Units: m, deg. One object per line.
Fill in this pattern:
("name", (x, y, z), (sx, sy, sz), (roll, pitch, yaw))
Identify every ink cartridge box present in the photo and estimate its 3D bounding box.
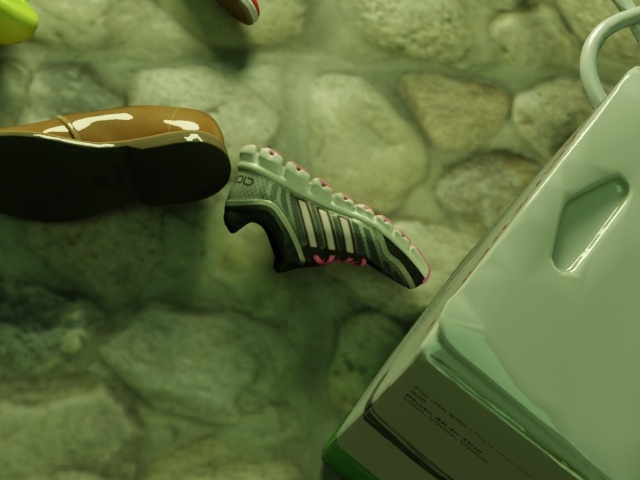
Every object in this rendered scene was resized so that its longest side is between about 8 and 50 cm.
("ink cartridge box", (0.126, 0.064, 0.565), (0.121, 0.289, 0.211), (38, 68, 6))

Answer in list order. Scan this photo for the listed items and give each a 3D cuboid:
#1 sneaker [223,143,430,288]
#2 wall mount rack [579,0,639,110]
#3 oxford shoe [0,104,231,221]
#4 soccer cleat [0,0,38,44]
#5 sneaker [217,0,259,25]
("sneaker", (0.000, 0.000, 0.694), (0.170, 0.063, 0.075), (31, 85, -8))
("wall mount rack", (0.325, -0.195, 0.796), (0.350, 0.130, 0.304), (-21, 77, -17))
("oxford shoe", (-0.177, -0.065, 0.694), (0.212, 0.076, 0.076), (-3, 42, -12))
("soccer cleat", (-0.360, -0.200, 0.709), (0.289, 0.093, 0.121), (22, 97, -5))
("sneaker", (-0.071, -0.240, 0.784), (0.067, 0.042, 0.118), (-34, 76, -17))
